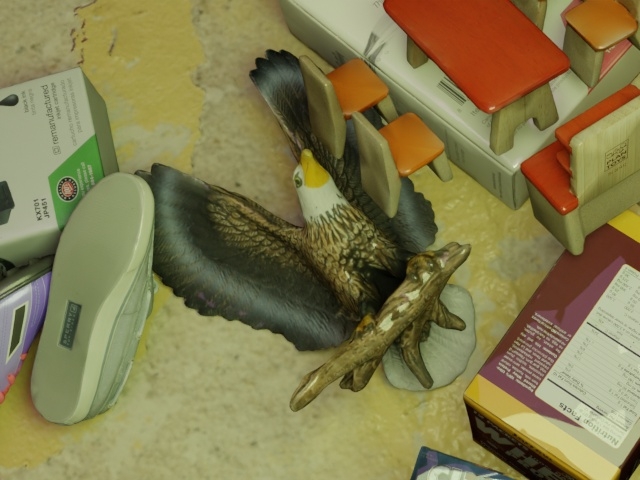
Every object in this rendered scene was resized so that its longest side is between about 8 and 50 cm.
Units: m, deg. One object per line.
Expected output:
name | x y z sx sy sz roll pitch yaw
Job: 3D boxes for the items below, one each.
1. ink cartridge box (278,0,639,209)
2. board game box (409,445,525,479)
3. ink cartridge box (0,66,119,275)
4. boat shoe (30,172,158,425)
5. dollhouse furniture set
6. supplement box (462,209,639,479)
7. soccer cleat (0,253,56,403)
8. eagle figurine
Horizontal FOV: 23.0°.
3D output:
ink cartridge box | 0.131 -0.200 1.403 0.283 0.117 0.207 40 82 16
board game box | 0.193 0.232 1.242 0.243 0.165 0.042 18 76 12
ink cartridge box | -0.292 -0.051 1.431 0.208 0.087 0.153 -16 72 3
boat shoe | -0.185 0.050 1.365 0.079 0.081 0.228 23 101 28
dollhouse furniture set | 0.148 -0.126 1.198 0.262 0.135 0.259 -32 55 -12
supplement box | 0.224 0.102 1.262 0.129 0.191 0.194 34 80 17
soccer cleat | -0.327 0.141 1.380 0.318 0.108 0.116 -41 89 -5
eagle figurine | 0.000 -0.010 1.354 0.226 0.225 0.298 -7 30 -35
